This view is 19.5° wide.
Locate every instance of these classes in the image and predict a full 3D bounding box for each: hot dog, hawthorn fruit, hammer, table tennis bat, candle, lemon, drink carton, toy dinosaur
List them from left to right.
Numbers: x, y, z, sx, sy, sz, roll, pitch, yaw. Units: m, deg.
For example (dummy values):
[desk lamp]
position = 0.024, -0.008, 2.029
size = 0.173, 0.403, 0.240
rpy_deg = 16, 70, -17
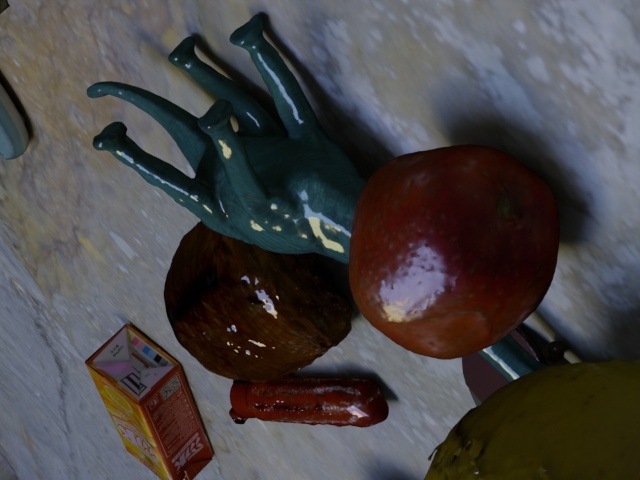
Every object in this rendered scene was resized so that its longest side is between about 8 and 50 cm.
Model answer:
[drink carton]
position = -0.196, 0.199, 2.177
size = 0.096, 0.071, 0.223
rpy_deg = 35, 157, 27
[hot dog]
position = -0.054, 0.046, 1.551
size = 0.160, 0.099, 0.227
rpy_deg = 49, 159, -6
[candle]
position = -0.021, 0.149, 1.762
size = 0.051, 0.048, 0.329
rpy_deg = 38, 162, -17
[toy dinosaur]
position = 0.000, 0.000, 1.372
size = 0.331, 0.129, 0.383
rpy_deg = 47, 165, -20
[hawthorn fruit]
position = 0.086, 0.004, 1.150
size = 0.133, 0.133, 0.138
rpy_deg = 46, 155, 4
[table tennis bat]
position = 0.132, 0.118, 1.369
size = 0.095, 0.014, 0.158
rpy_deg = 48, 146, 28
[lemon]
position = 0.181, 0.198, 1.148
size = 0.253, 0.253, 0.310
rpy_deg = 55, 162, -22
[hammer]
position = 0.203, 0.111, 1.280
size = 0.123, 0.014, 0.029
rpy_deg = 40, 166, 12

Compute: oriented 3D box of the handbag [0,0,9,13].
[handbag]
position = -0.339, -0.288, 1.469
size = 0.235, 0.127, 0.213
rpy_deg = 33, 161, 3

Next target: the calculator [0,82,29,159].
[calculator]
position = -0.398, -0.198, 1.875
size = 0.295, 0.042, 0.184
rpy_deg = 53, 160, -18
